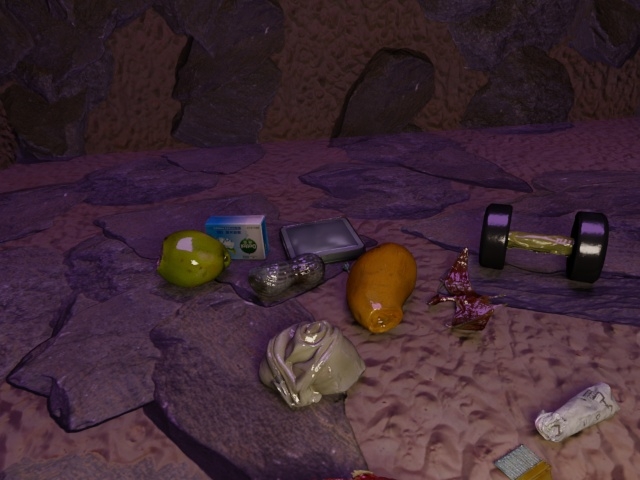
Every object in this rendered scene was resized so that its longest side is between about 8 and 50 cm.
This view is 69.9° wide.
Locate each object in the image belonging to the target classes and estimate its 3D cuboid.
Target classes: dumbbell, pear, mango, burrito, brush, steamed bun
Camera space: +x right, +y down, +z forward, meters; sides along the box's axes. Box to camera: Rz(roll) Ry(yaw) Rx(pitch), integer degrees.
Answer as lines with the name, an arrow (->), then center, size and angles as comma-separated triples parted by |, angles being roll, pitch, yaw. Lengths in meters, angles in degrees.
dumbbell -> 0.648, 0.003, 1.357 | 0.322, 0.204, 0.204 | 8, 29, 22
pear -> -0.388, 0.057, 1.424 | 0.219, 0.188, 0.187 | 11, 23, -19
mango -> 0.165, 0.117, 1.265 | 0.186, 0.144, 0.359 | 5, 31, 22
burrito -> 0.502, 0.334, 0.891 | 0.203, 0.064, 0.064 | -14, 29, -20
brush -> 0.403, 0.433, 0.764 | 0.082, 0.010, 0.218 | -18, 31, -26
steamed bun -> -0.026, 0.252, 1.022 | 0.211, 0.144, 0.218 | -25, 33, -34

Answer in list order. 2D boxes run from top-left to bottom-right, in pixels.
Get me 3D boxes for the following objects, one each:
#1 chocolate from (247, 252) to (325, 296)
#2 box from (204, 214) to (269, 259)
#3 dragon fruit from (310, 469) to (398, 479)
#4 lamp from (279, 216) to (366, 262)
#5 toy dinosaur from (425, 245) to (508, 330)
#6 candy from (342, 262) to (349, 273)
chocolate -> -0.095, 0.101, 1.373 | 0.248, 0.110, 0.110 | -15, 29, -20
box -> -0.283, -0.010, 1.566 | 0.194, 0.139, 0.073 | 0, 28, 7
dragon fruit -> 0.083, 0.452, 0.647 | 0.316, 0.152, 0.205 | 5, 7, 34
lamp -> 0.000, 0.000, 1.614 | 0.266, 0.047, 0.269 | -8, 28, -10
toy dinosaur -> 0.403, 0.130, 1.244 | 0.206, 0.113, 0.327 | 14, 30, 31
candy -> 0.090, 0.098, 1.446 | 0.025, 0.023, 0.083 | 2, 30, -23
